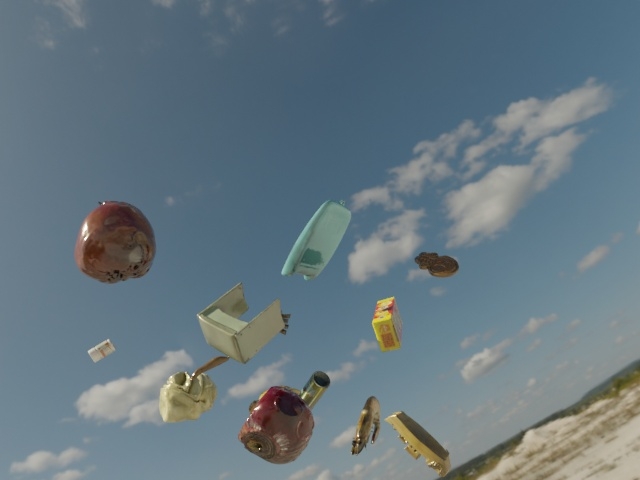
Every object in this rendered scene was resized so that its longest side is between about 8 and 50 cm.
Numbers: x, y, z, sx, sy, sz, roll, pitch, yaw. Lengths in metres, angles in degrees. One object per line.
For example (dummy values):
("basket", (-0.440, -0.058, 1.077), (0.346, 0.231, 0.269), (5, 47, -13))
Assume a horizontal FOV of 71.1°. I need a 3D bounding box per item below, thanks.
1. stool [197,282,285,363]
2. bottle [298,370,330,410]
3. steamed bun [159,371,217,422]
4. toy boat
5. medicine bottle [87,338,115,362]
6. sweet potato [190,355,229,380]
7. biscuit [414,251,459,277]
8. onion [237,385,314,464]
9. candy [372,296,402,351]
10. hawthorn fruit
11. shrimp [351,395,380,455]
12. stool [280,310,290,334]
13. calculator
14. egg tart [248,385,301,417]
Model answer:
("stool", (-0.338, 0.348, 1.924), (0.270, 0.244, 0.170), (-38, -47, -39))
("bottle", (-0.052, 0.653, 1.851), (0.082, 0.082, 0.286), (-2, -46, -38))
("steamed bun", (-0.655, 0.763, 2.247), (0.289, 0.203, 0.276), (-2, 3, -29))
("toy boat", (0.264, 0.552, 1.223), (0.064, 0.206, 0.072), (-8, -52, -50))
("medicine bottle", (-0.881, 0.444, 1.805), (0.089, 0.057, 0.057), (-32, -26, -31))
("sweet potato", (-0.294, 0.331, 1.180), (0.115, 0.026, 0.026), (-26, -30, -22))
("biscuit", (0.449, 0.089, 1.737), (0.124, 0.175, 0.026), (-36, -47, -34))
("onion", (-0.119, 0.596, 1.461), (0.206, 0.207, 0.216), (-61, -9, 26))
("candy", (0.296, 0.359, 1.948), (0.088, 0.146, 0.276), (-18, 9, 15))
("hawthorn fruit", (-0.787, 0.008, 1.747), (0.309, 0.324, 0.308), (7, -31, 4))
("shrimp", (0.183, 0.732, 1.706), (0.058, 0.169, 0.296), (-9, 21, 27))
("stool", (-0.216, 0.390, 2.151), (0.121, 0.125, 0.217), (12, -14, 6))
("calculator", (0.000, 0.000, 1.870), (0.256, 0.054, 0.386), (20, -79, -57))
("egg tart", (-0.222, 0.865, 2.356), (0.342, 0.129, 0.341), (-10, -50, -13))
